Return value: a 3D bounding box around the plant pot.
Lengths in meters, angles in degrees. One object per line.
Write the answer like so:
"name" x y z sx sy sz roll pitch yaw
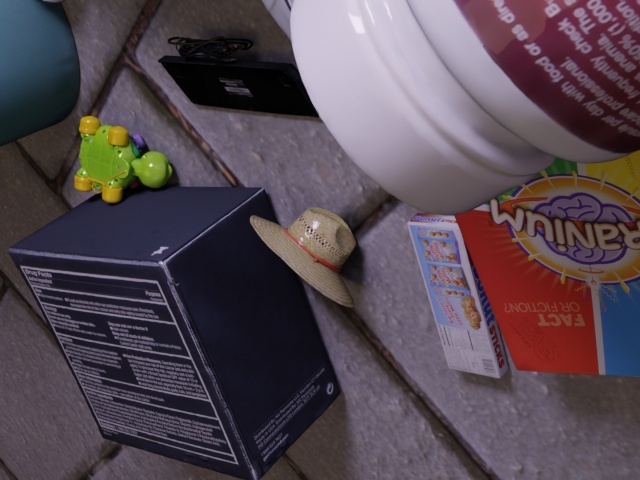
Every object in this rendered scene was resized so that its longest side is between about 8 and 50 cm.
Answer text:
"plant pot" -0.479 -0.222 1.213 0.293 0.235 0.293 26 136 28

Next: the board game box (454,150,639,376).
"board game box" 0.219 -0.036 0.806 0.242 0.064 0.316 -5 117 47

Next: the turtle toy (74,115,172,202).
"turtle toy" -0.240 -0.096 1.212 0.130 0.066 0.095 20 110 30

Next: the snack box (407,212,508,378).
"snack box" 0.138 0.056 0.997 0.064 0.022 0.178 7 125 43

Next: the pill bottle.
"pill bottle" 0.179 -0.180 0.536 0.392 0.224 0.224 -32 96 38

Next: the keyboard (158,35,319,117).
"keyboard" -0.083 -0.176 1.031 0.192 0.038 0.100 11 151 38

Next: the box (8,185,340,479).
"box" -0.171 0.097 1.208 0.296 0.183 0.294 4 124 41

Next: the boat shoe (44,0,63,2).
"boat shoe" -0.346 -0.347 1.123 0.183 0.066 0.066 36 136 3

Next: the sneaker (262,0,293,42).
"sneaker" 0.024 -0.195 0.866 0.091 0.094 0.258 -17 114 34

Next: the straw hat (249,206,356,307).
"straw hat" 0.000 0.000 1.052 0.144 0.144 0.061 42 99 10
